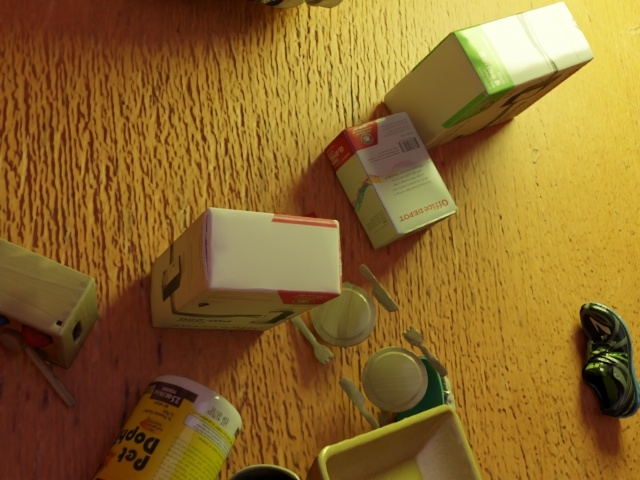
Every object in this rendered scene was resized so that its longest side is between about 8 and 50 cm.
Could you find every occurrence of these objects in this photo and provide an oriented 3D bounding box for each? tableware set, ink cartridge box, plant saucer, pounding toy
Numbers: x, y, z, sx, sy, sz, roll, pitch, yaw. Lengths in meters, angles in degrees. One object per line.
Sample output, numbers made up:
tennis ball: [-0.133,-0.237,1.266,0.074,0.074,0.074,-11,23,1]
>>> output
tableware set: [0.064,0.145,1.003,0.128,0.039,0.194,-35,74,-9]
ink cartridge box: [0.104,-0.090,1.118,0.127,0.072,0.175,-21,80,-33]
plant saucer: [0.105,0.364,0.792,0.332,0.081,0.333,6,62,-59]
ink cartridge box: [-0.094,0.043,0.871,0.158,0.218,0.092,5,73,-26]
ink cartridge box: [0.271,-0.261,1.202,0.273,0.198,0.115,-23,82,-33]
pounding toy: [-0.305,0.092,0.803,0.130,0.141,0.100,24,59,-1]

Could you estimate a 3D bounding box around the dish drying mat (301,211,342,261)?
dish drying mat: [0.000,0.000,1.064,0.032,0.008,0.083,-27,84,-33]

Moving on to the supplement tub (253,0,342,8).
supplement tub: [-0.106,-0.464,1.069,0.316,0.228,0.228,6,67,-25]

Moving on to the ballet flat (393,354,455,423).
ballet flat: [0.149,0.277,0.997,0.077,0.091,0.241,26,59,-52]

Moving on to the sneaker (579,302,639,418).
sneaker: [0.454,0.189,1.192,0.078,0.067,0.188,1,72,-34]

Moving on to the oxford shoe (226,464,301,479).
oxford shoe: [-0.068,0.395,0.682,0.169,0.130,0.449,-7,36,6]

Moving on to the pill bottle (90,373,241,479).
pill bottle: [-0.179,0.259,0.795,0.117,0.117,0.215,35,57,-11]
